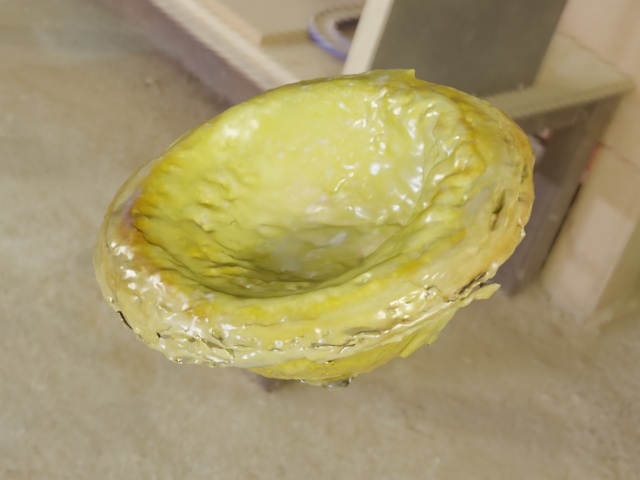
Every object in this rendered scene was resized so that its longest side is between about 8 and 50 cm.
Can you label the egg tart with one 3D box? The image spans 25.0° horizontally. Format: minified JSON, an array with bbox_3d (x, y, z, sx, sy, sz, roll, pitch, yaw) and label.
[{"bbox_3d":[0.000,0.000,0.986,0.315,0.120,0.315,-10,36,8],"label":"egg tart"}]
